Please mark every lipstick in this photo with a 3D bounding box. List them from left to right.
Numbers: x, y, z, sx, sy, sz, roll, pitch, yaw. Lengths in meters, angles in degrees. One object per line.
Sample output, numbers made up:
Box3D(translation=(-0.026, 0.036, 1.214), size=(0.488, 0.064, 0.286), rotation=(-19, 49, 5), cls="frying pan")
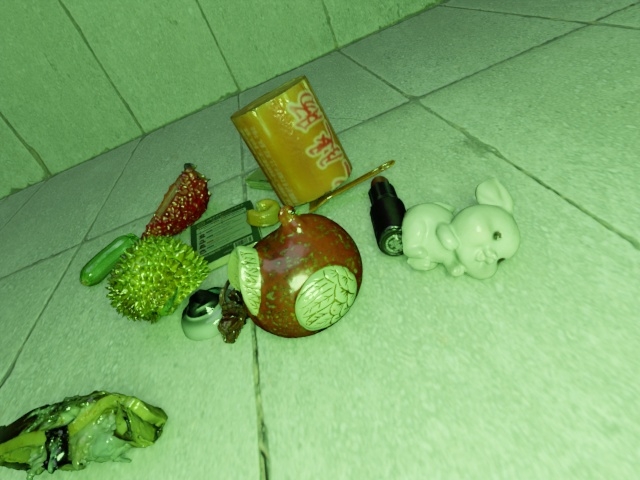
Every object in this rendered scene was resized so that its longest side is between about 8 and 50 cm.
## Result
Box3D(translation=(0.149, -0.069, 0.959), size=(0.081, 0.081, 0.299), rotation=(-17, 28, 11), cls="lipstick")

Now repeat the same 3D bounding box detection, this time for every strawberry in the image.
Box3D(translation=(-0.453, -0.084, 1.361), size=(0.306, 0.138, 0.233), rotation=(-63, 23, -11), cls="strawberry")

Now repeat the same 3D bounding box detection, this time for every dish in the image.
Box3D(translation=(-0.252, 0.137, 0.927), size=(0.141, 0.078, 0.141), rotation=(-17, 33, 12), cls="dish")

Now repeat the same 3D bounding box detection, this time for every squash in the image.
Box3D(translation=(-0.644, 0.055, 1.310), size=(0.077, 0.068, 0.219), rotation=(-13, 31, 47), cls="squash")

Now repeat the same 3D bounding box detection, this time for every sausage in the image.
Box3D(translation=(-0.069, -0.263, 1.163), size=(0.233, 0.287, 0.233), rotation=(-23, 27, 13), cls="sausage")

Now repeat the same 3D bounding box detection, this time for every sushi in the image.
Box3D(translation=(-0.392, 0.329, 0.723), size=(0.291, 0.139, 0.131), rotation=(-20, 52, 8), cls="sushi")

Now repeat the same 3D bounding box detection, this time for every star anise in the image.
Box3D(translation=(-0.169, 0.118, 0.879), size=(0.070, 0.097, 0.190), rotation=(3, 39, 13), cls="star anise")

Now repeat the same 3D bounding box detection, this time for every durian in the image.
Box3D(translation=(-0.359, 0.084, 0.932), size=(0.237, 0.176, 0.200), rotation=(-12, 51, 59), cls="durian")

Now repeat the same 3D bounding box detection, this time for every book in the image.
Box3D(translation=(-0.268, -0.014, 1.201), size=(0.202, 0.027, 0.264), rotation=(-26, 33, -2), cls="book")

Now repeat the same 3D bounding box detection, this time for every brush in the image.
Box3D(translation=(0.054, -0.131, 1.114), size=(0.314, 0.017, 0.090), rotation=(-27, 20, 13), cls="brush")

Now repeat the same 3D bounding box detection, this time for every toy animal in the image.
Box3D(translation=(0.253, -0.018, 0.776), size=(0.193, 0.127, 0.178), rotation=(-10, 33, 26), cls="toy animal")

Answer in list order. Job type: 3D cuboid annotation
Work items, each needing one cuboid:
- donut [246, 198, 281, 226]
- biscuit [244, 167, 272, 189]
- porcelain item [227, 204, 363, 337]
Box3D(translation=(-0.151, -0.078, 1.180), size=(0.097, 0.043, 0.108), rotation=(6, 36, 16), cls="donut")
Box3D(translation=(-0.128, -0.252, 1.433), size=(0.147, 0.046, 0.250), rotation=(10, 47, 43), cls="biscuit")
Box3D(translation=(-0.047, 0.042, 0.790), size=(0.253, 0.253, 0.253), rotation=(-17, 33, 12), cls="porcelain item")
